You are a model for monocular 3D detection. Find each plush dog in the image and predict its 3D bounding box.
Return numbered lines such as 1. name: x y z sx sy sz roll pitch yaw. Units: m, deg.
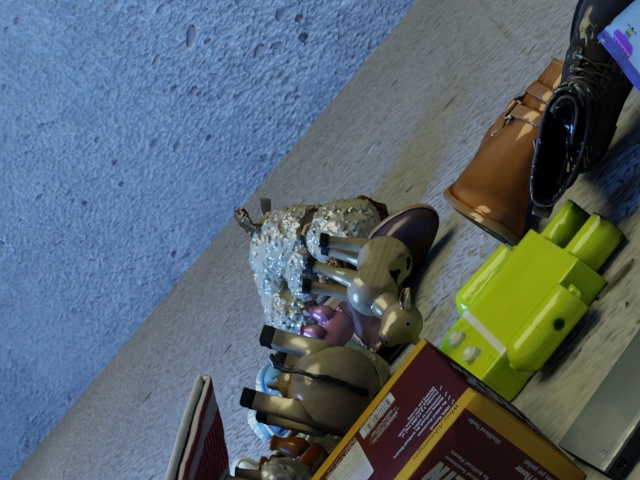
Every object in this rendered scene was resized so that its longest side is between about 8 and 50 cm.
1. plush dog: 0.000 0.000 2.061 0.225 0.210 0.262 -16 32 30

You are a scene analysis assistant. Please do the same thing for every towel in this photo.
1. towel: -0.112 0.340 1.355 0.037 0.329 0.237 -4 27 6

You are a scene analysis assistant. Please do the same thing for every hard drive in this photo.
1. hard drive: 0.265 0.135 1.084 0.135 0.022 0.094 -54 13 -4

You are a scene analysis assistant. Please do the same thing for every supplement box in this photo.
1. supplement box: 0.107 0.221 1.172 0.191 0.129 0.194 -52 13 2

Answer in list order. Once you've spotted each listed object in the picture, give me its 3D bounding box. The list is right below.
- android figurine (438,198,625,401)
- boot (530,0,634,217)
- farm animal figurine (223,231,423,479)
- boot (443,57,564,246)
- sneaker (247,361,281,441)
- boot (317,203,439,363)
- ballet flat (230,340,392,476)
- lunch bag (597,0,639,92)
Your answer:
1. android figurine: 0.209 0.078 1.368 0.273 0.056 0.248 -50 13 5
2. boot: 0.291 -0.164 1.387 0.229 0.091 0.262 -28 -51 -69
3. farm animal figurine: 0.031 0.156 1.407 0.327 0.172 0.330 5 -82 -78
4. boot: 0.263 -0.115 1.585 0.220 0.109 0.283 -52 1 16
5. sneaker: -0.056 0.233 1.904 0.073 0.063 0.162 -28 27 22
6. boot: 0.098 0.081 1.741 0.248 0.090 0.207 -49 25 11
7. ballet flat: -0.043 0.274 1.590 0.348 0.123 0.123 -55 13 -10
8. lunch bag: 0.416 -0.177 1.194 0.221 0.138 0.293 -45 24 21
